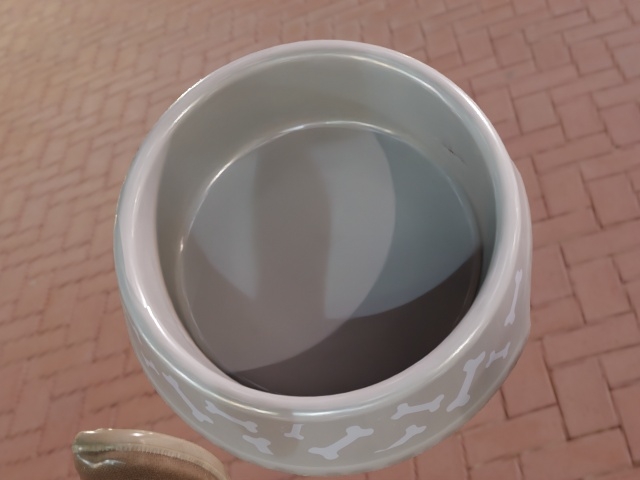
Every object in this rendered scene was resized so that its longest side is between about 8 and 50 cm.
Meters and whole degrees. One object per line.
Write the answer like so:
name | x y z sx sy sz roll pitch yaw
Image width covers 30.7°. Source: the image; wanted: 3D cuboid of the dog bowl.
dog bowl | 0.000 0.000 0.907 0.348 0.102 0.349 -3 68 8

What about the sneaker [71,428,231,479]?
sneaker | -0.080 0.165 0.659 0.066 0.188 0.071 -8 58 20
